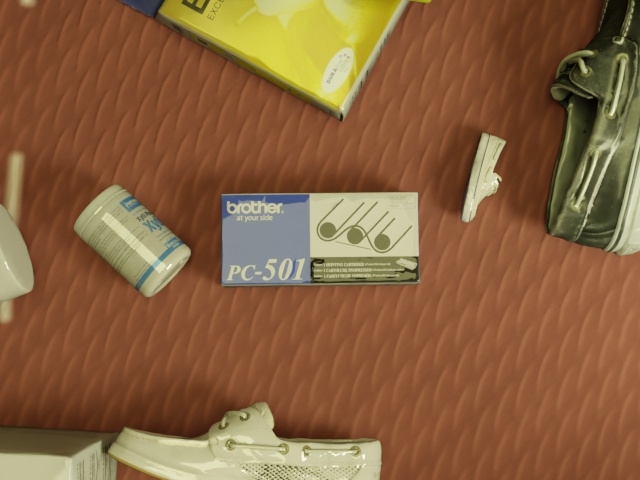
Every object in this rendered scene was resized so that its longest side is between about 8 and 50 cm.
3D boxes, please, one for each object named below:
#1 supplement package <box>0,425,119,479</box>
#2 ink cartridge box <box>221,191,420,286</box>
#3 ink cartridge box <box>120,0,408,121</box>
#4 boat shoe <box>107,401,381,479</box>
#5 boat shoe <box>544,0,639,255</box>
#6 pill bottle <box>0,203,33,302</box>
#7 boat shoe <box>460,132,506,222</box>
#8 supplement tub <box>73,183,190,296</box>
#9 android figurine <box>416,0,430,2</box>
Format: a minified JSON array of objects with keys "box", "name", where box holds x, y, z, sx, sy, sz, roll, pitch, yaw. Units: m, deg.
[{"box":[-0.312,0.261,0.922,0.194,0.203,0.149,3,86,0],"name":"supplement package"},{"box":[0.000,0.000,1.023,0.207,0.046,0.097,0,84,0],"name":"ink cartridge box"},{"box":[-0.038,-0.332,1.038,0.307,0.072,0.303,29,86,0],"name":"ink cartridge box"},{"box":[-0.072,0.211,0.986,0.277,0.098,0.096,12,83,-10],"name":"boat shoe"},{"box":[0.300,-0.155,1.000,0.119,0.121,0.335,7,88,-4],"name":"boat shoe"},{"box":[-0.408,0.043,0.979,0.209,0.119,0.119,-20,86,-3],"name":"pill bottle"},{"box":[0.176,-0.065,1.037,0.035,0.035,0.100,16,79,3],"name":"boat shoe"},{"box":[-0.195,0.001,1.009,0.107,0.071,0.071,43,86,1],"name":"supplement tub"},{"box":[0.076,-0.369,0.985,0.273,0.056,0.248,6,84,-2],"name":"android figurine"}]
